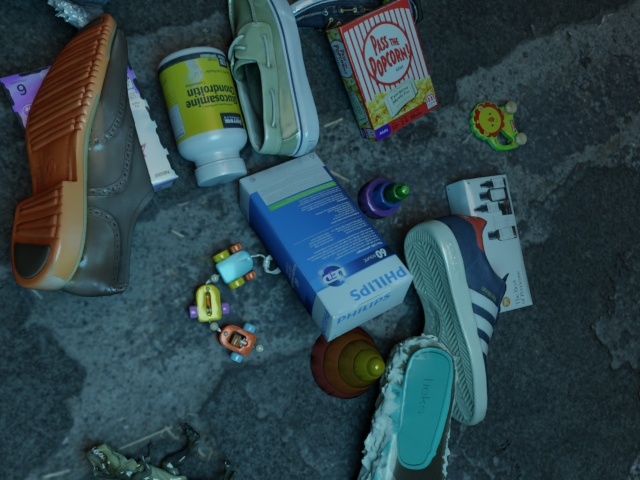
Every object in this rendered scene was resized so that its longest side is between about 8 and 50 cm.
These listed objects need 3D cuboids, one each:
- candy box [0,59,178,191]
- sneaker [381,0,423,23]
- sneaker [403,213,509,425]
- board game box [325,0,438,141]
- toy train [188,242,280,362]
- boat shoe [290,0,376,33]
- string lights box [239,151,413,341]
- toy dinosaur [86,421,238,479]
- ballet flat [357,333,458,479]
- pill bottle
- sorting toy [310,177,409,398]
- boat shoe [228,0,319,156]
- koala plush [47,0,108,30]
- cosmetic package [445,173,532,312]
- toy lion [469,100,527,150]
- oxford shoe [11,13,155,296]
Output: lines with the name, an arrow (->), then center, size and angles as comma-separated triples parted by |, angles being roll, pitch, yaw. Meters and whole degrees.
candy box -> -0.313, -0.143, 0.801 | 0.165, 0.070, 0.196 | -24, 93, -23
sneaker -> 0.138, -0.470, 1.036 | 0.078, 0.067, 0.188 | -10, 85, -44
sneaker -> 0.245, 0.124, 0.940 | 0.148, 0.131, 0.349 | -19, 107, -31
board game box -> 0.107, -0.285, 0.971 | 0.147, 0.045, 0.193 | -33, 115, -22
toy train -> -0.127, 0.088, 0.863 | 0.125, 0.046, 0.166 | 24, 78, -19
boat shoe -> 0.023, -0.365, 0.967 | 0.183, 0.065, 0.083 | -24, 93, -23
string lights box -> 0.000, 0.000, 0.840 | 0.133, 0.076, 0.259 | -24, 61, -22
toy dinosaur -> -0.188, 0.334, 0.800 | 0.268, 0.064, 0.118 | 44, 77, -14
ballet flat -> 0.118, 0.344, 0.879 | 0.147, 0.147, 0.408 | 19, 79, -19
pill bottle -> -0.166, -0.177, 0.847 | 0.103, 0.103, 0.184 | -15, 89, -23
sorting toy -> 0.086, 0.069, 0.906 | 0.127, 0.126, 0.365 | 16, 78, -19
boat shoe -> -0.087, -0.269, 0.867 | 0.094, 0.109, 0.302 | -11, 77, -39
koala plush -> -0.368, -0.380, 0.759 | 0.221, 0.203, 0.196 | 25, 75, -30
cosmetic package -> 0.300, 0.008, 1.034 | 0.099, 0.060, 0.238 | -10, 87, -22
toy lion -> 0.329, -0.215, 1.092 | 0.096, 0.034, 0.100 | -19, 91, -16
oxford shoe -> -0.281, -0.107, 0.727 | 0.133, 0.130, 0.363 | 24, 65, -51
